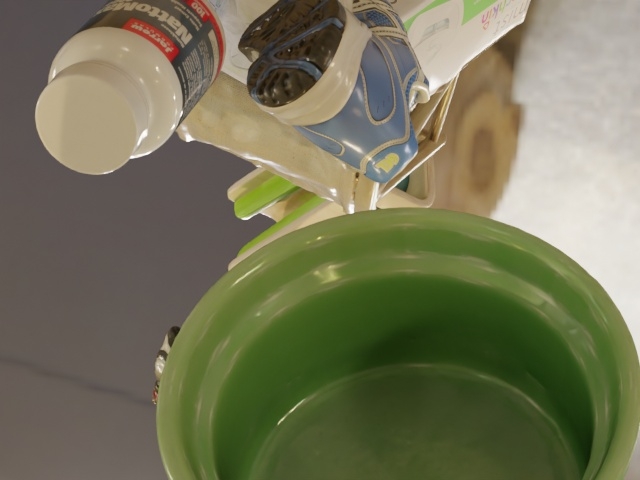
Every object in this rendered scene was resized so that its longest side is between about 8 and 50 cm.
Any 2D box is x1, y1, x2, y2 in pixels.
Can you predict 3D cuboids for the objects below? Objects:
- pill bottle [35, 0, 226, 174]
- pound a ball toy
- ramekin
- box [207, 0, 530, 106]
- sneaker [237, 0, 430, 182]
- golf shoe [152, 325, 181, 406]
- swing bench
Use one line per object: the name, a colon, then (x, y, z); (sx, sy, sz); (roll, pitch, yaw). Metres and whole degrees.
pill bottle: (-0.148, -0.125, 1.471); (0.108, 0.180, 0.108); (7, 119, 13)
pound a ball toy: (0.000, 0.000, 2.334); (0.135, 0.208, 0.319); (23, 140, -34)
ramekin: (0.055, 0.138, 1.236); (0.303, 0.303, 0.148); (2, 139, 10)
box: (0.024, -0.227, 1.621); (0.231, 0.262, 0.127); (32, 136, 23)
sneaker: (0.009, -0.091, 0.990); (0.080, 0.211, 0.081); (-39, 108, 19)
golf shoe: (-0.077, 0.135, 1.848); (0.186, 0.086, 0.067); (10, -169, 18)
swing bench: (-0.010, -0.149, 2.004); (0.253, 0.255, 0.165); (27, 135, 13)
